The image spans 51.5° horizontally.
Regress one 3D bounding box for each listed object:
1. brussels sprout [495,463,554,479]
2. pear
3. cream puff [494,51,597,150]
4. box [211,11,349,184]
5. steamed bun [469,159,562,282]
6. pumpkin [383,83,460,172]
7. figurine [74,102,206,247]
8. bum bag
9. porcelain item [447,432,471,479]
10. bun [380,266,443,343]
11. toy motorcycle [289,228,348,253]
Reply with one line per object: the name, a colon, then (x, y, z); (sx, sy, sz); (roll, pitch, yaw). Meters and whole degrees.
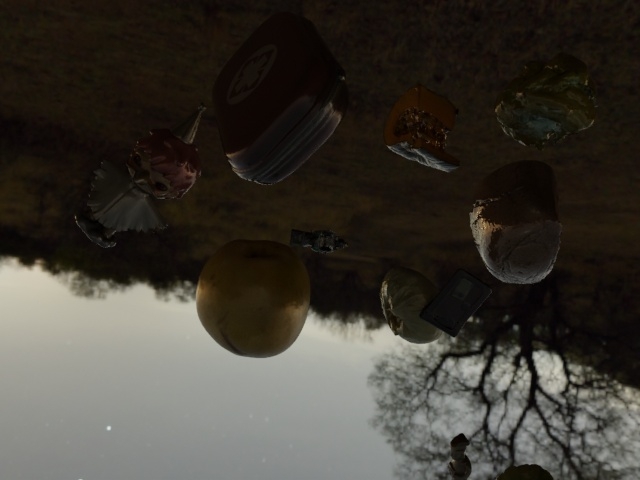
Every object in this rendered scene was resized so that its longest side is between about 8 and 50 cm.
brussels sprout: (0.520, 0.647, 1.664); (0.149, 0.151, 0.122); (-6, -160, -1)
pear: (-0.173, 0.149, 1.711); (0.314, 0.314, 0.314); (8, 176, 0)
cream puff: (0.487, -0.315, 1.444); (0.194, 0.195, 0.221); (10, 165, -29)
box: (-0.085, -0.269, 1.203); (0.108, 0.263, 0.404); (36, -161, -33)
steamed bun: (0.462, -0.039, 1.613); (0.199, 0.251, 0.301); (3, 149, 10)
pumpkin: (0.280, -0.292, 1.692); (0.139, 0.190, 0.280); (27, -177, -23)
figurine: (-0.374, -0.143, 1.470); (0.207, 0.387, 0.166); (50, -168, 1)
bum bag: (0.322, 0.148, 1.579); (0.109, 0.159, 0.026); (32, -164, -14)
porcelain item: (0.354, 0.581, 1.682); (0.054, 0.213, 0.084); (-15, -151, -11)
bun: (0.221, 0.176, 1.683); (0.127, 0.222, 0.222); (-41, -158, -26)
toy motorcycle: (0.000, 0.000, 1.640); (0.100, 0.058, 0.173); (10, -178, 22)
